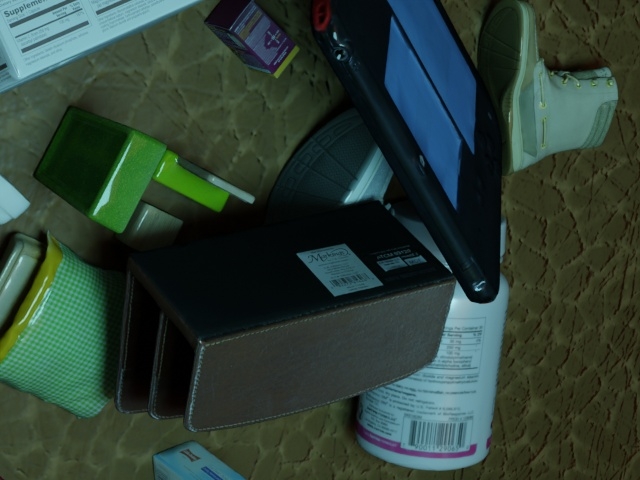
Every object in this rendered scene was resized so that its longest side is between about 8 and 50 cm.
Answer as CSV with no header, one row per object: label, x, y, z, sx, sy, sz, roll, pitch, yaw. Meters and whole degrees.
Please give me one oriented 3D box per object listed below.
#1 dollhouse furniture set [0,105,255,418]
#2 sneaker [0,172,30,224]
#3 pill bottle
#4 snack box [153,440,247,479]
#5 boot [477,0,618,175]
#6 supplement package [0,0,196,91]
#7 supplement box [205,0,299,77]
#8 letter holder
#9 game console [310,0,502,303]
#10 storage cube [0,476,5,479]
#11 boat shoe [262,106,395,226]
dollhouse furniture set,-0.214,0.044,1.862,0.197,0.151,0.302,28,90,-36
sneaker,-0.430,-0.062,1.725,0.292,0.108,0.169,37,85,-26
pill bottle,0.131,0.105,2.101,0.160,0.160,0.283,-3,107,-32
snack box,-0.102,0.403,2.029,0.060,0.187,0.322,-17,114,-28
boot,0.270,-0.192,2.149,0.165,0.077,0.213,-15,118,-28
supplement package,-0.245,-0.235,1.672,0.262,0.204,0.145,-29,99,-36
supplement box,-0.072,-0.215,1.932,0.043,0.055,0.083,-53,126,-9
letter holder,-0.041,0.111,1.876,0.301,0.152,0.214,-12,130,-31
game console,0.099,-0.169,1.915,0.060,0.342,0.386,-22,123,17
storage cube,-0.429,0.249,1.769,0.215,0.183,0.193,-47,124,-11
boat shoe,0.001,0.002,2.017,0.103,0.118,0.320,23,96,-42
